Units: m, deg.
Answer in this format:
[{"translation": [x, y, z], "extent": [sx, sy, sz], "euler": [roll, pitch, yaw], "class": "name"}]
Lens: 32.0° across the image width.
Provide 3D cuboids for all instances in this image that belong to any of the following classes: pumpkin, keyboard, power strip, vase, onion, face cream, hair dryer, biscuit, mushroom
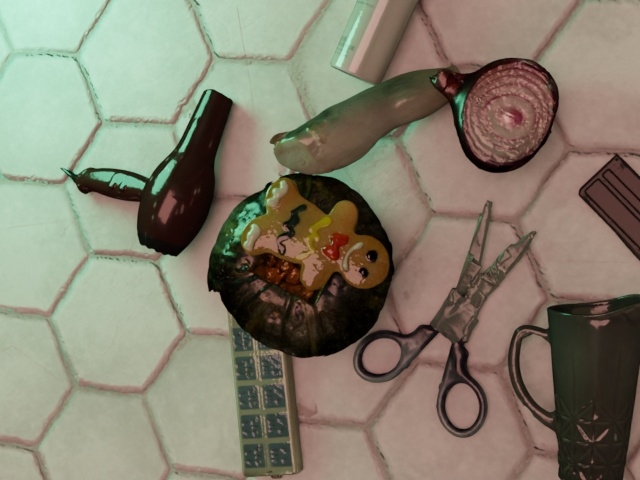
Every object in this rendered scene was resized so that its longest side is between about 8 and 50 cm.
[{"translation": [-0.027, 0.039, 1.892], "extent": [0.320, 0.192, 0.321], "euler": [0, 77, 1], "class": "pumpkin"}, {"translation": [0.580, 0.026, 1.802], "extent": [0.103, 0.041, 0.381], "euler": [-44, 70, 12], "class": "keyboard"}, {"translation": [-0.102, 0.246, 2.002], "extent": [0.106, 0.043, 0.368], "euler": [-7, 86, 17], "class": "power strip"}, {"translation": [0.426, 0.237, 1.789], "extent": [0.251, 0.156, 0.301], "euler": [2, 95, 14], "class": "vase"}, {"translation": [0.275, -0.219, 1.833], "extent": [0.218, 0.140, 0.195], "euler": [25, 97, 4], "class": "onion"}, {"translation": [0.128, -0.441, 1.920], "extent": [0.102, 0.102, 0.346], "euler": [25, 96, 17], "class": "face cream"}, {"translation": [-0.337, -0.144, 2.075], "extent": [0.340, 0.123, 0.313], "euler": [13, 81, 28], "class": "hair dryer"}, {"translation": [0.000, 0.000, 1.785], "extent": [0.240, 0.035, 0.158], "euler": [24, 82, 6], "class": "biscuit"}, {"translation": [0.086, -0.210, 1.888], "extent": [0.351, 0.097, 0.109], "euler": [-28, 36, -9], "class": "mushroom"}]

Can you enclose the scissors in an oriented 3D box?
[{"translation": [0.233, 0.120, 1.906], "extent": [0.256, 0.029, 0.384], "euler": [29, 99, 17], "class": "scissors"}]
